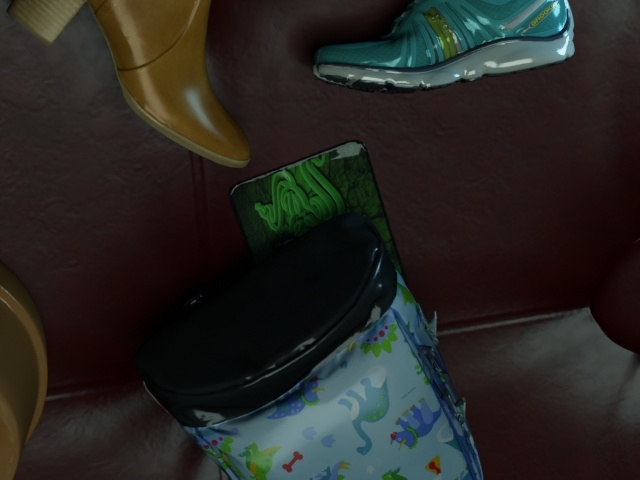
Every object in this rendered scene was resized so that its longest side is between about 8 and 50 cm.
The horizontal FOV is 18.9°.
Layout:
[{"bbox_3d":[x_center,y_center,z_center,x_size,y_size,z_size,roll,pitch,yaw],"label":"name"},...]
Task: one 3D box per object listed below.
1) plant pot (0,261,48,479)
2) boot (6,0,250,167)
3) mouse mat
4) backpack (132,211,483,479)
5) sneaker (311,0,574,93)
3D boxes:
[{"bbox_3d":[-0.400,0.160,1.866,0.291,0.203,0.290,-6,114,-13],"label":"plant pot"},{"bbox_3d":[-0.129,-0.222,1.829,0.295,0.104,0.211,36,100,-21],"label":"boot"},{"bbox_3d":[0.000,0.000,2.014,0.153,0.007,0.189,-21,116,-5],"label":"mouse mat"},{"bbox_3d":[0.024,0.201,1.994,0.290,0.273,0.355,-32,133,-6],"label":"backpack"},{"bbox_3d":[0.118,-0.207,1.921,0.275,0.107,0.110,-13,96,-14],"label":"sneaker"}]
